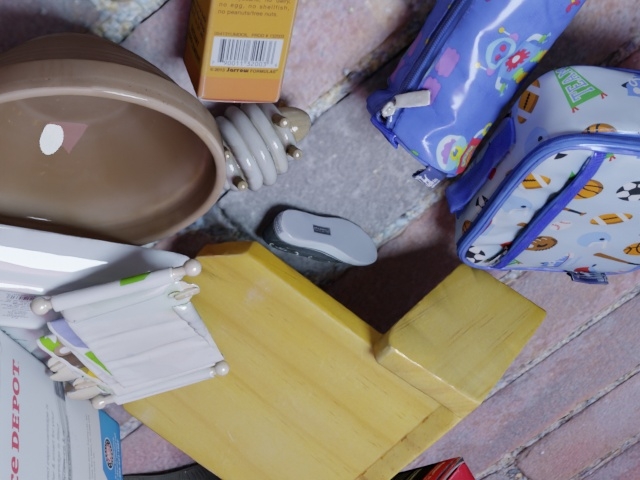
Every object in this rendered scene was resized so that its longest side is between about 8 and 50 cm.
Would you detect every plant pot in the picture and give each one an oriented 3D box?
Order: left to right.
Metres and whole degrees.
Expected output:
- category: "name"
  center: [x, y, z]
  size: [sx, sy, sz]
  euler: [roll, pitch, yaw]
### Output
- category: "plant pot"
  center: [-0.200, -0.090, 0.743]
  size: [0.238, 0.109, 0.237]
  euler: [-8, 153, -4]

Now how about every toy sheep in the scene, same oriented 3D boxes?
- category: "toy sheep"
  center: [-0.068, -0.085, 0.850]
  size: [0.132, 0.091, 0.091]
  euler: [-27, 136, -11]

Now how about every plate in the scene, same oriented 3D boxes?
- category: "plate"
  center: [-0.299, 0.074, 0.852]
  size: [0.277, 0.045, 0.278]
  euler: [11, 145, -32]

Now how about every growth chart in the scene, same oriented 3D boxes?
- category: "growth chart"
  center: [-0.176, 0.098, 0.858]
  size: [0.172, 0.021, 0.237]
  euler: [-11, 148, -2]

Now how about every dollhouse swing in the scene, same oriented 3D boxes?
- category: "dollhouse swing"
  center: [0.000, 0.132, 1.064]
  size: [0.347, 0.305, 0.315]
  euler: [-51, 170, 36]

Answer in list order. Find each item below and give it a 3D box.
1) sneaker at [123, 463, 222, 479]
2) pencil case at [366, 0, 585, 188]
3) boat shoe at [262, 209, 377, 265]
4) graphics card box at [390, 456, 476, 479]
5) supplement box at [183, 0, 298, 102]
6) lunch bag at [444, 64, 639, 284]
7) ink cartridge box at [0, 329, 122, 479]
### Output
- category: "sneaker"
  center: [-0.217, 0.367, 1.195]
  size: [0.222, 0.083, 0.118]
  euler: [-5, 132, -22]
- category: "pencil case"
  center: [0.154, -0.200, 0.826]
  size: [0.133, 0.119, 0.306]
  euler: [-4, 134, -53]
- category: "boat shoe"
  center: [0.000, 0.000, 0.995]
  size: [0.142, 0.049, 0.040]
  euler: [18, 146, -37]
- category: "graphics card box"
  center: [0.009, 0.400, 1.142]
  size: [0.371, 0.094, 0.233]
  euler: [-27, -175, 41]
- category: "supplement box"
  center: [-0.056, -0.228, 0.734]
  size: [0.080, 0.078, 0.233]
  euler: [0, 129, -21]
- category: "lunch bag"
  center: [0.266, -0.053, 0.937]
  size: [0.243, 0.114, 0.303]
  euler: [3, 154, -11]
- category: "ink cartridge box"
  center: [-0.300, 0.248, 0.886]
  size: [0.129, 0.223, 0.307]
  euler: [-12, 151, 4]
